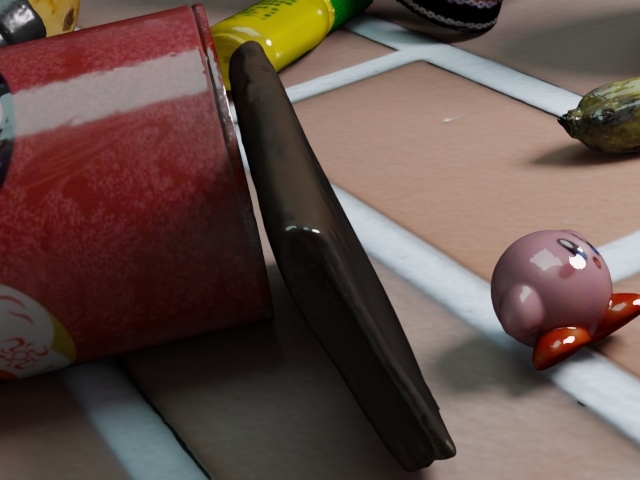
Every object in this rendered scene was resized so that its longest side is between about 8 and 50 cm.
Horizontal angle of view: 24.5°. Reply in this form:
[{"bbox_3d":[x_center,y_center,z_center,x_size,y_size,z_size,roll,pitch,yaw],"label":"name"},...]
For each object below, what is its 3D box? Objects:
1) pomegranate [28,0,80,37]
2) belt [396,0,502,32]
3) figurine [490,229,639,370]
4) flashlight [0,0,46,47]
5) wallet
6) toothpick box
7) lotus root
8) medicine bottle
[{"bbox_3d":[-0.342,-0.254,1.451,0.215,0.215,0.215,-9,25,4],"label":"pomegranate"},{"bbox_3d":[0.049,-0.308,1.438,0.126,0.094,0.359,-3,30,-41],"label":"belt"},{"bbox_3d":[0.128,0.030,0.819,0.083,0.071,0.067,-22,-16,-40],"label":"figurine"},{"bbox_3d":[-0.339,-0.133,1.268,0.232,0.093,0.093,-46,37,-20],"label":"flashlight"},{"bbox_3d":[0.000,0.000,0.827,0.042,0.165,0.309,-25,25,2],"label":"wallet"},{"bbox_3d":[-0.211,-0.010,0.891,0.333,0.204,0.204,-12,25,-4],"label":"toothpick box"},{"bbox_3d":[0.219,-0.088,1.052,0.099,0.049,0.054,-11,45,7],"label":"lotus root"},{"bbox_3d":[-0.023,-0.208,1.391,0.095,0.064,0.260,-9,19,34],"label":"medicine bottle"}]
